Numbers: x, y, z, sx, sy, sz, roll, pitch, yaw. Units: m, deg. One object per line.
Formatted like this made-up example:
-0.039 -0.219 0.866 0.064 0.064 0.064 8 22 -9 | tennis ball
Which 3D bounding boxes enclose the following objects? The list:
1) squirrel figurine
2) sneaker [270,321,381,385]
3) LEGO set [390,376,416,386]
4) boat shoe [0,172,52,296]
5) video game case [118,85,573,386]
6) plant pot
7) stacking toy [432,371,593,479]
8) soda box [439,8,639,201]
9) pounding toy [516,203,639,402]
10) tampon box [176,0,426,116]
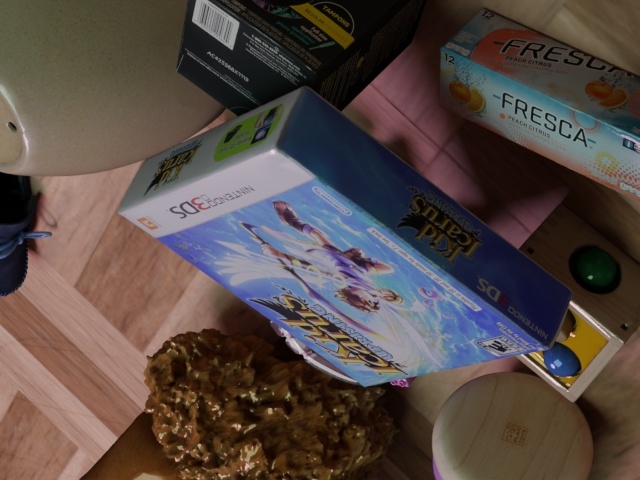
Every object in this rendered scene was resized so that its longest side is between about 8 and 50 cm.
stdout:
-0.074 0.296 1.747 0.370 0.281 0.397 -127 44 -57 | squirrel figurine
0.000 0.000 1.562 0.281 0.106 0.162 48 144 -2 | sneaker
0.081 0.046 1.522 0.087 0.093 0.227 7 131 37 | LEGO set
-0.359 -0.029 1.930 0.089 0.109 0.258 23 143 26 | boat shoe
0.013 0.009 1.346 0.269 0.061 0.244 36 154 -22 | video game case
-0.242 -0.165 1.570 0.284 0.191 0.284 29 144 23 | plant pot
0.166 0.258 1.655 0.141 0.141 0.330 33 152 19 | stacking toy
0.176 -0.101 1.293 0.183 0.058 0.063 28 143 24 | soda box
0.186 0.046 1.403 0.130 0.100 0.141 39 147 9 | pounding toy
-0.010 -0.171 1.329 0.120 0.161 0.101 36 146 12 | tampon box
